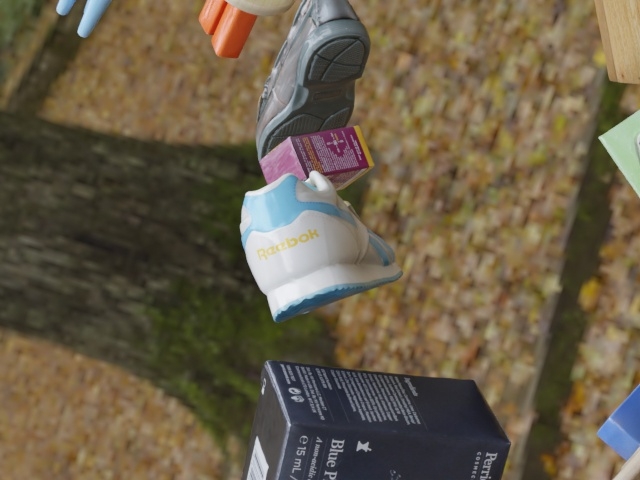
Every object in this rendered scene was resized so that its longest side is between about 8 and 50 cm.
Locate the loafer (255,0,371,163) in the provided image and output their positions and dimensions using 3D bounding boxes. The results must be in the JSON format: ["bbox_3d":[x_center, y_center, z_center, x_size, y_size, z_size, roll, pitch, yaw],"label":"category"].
[{"bbox_3d":[-0.012,-0.174,1.794,0.267,0.096,0.084,120,139,-55],"label":"loafer"}]

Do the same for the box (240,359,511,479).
[{"bbox_3d":[0.029,0.177,1.146,0.093,0.158,0.156,-118,38,-64],"label":"box"}]

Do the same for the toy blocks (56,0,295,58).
[{"bbox_3d":[-0.072,-0.143,0.859,0.054,0.123,0.148,-48,-4,-48],"label":"toy blocks"}]

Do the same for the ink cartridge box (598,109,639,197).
[{"bbox_3d":[0.295,-0.076,1.053,0.209,0.062,0.109,-33,40,9],"label":"ink cartridge box"}]

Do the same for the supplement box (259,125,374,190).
[{"bbox_3d":[-0.003,-0.069,1.494,0.055,0.083,0.043,-34,74,48],"label":"supplement box"}]

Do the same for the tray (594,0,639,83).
[{"bbox_3d":[0.289,-0.364,1.496,0.203,0.076,0.411,-57,-39,-37],"label":"tray"}]

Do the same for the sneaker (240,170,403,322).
[{"bbox_3d":[0.000,0.000,1.182,0.228,0.087,0.092,11,-122,-83],"label":"sneaker"}]

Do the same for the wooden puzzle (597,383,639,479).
[{"bbox_3d":[0.410,0.120,1.765,0.322,0.080,0.348,-42,-19,-27],"label":"wooden puzzle"}]
